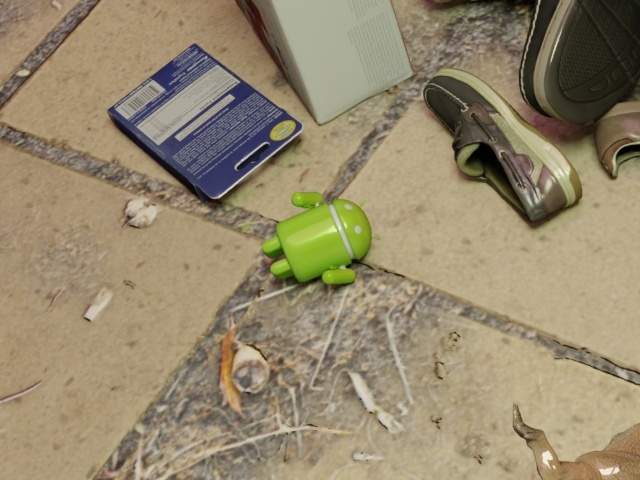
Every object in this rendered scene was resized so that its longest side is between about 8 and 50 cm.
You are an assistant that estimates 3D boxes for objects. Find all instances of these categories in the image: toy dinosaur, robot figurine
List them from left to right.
[{"bbox_3d":[0.000,0.000,1.455,0.115,0.067,0.101,-22,75,1],"label":"robot figurine"},{"bbox_3d":[0.261,0.230,1.142,0.200,0.127,0.295,-5,56,7],"label":"toy dinosaur"}]

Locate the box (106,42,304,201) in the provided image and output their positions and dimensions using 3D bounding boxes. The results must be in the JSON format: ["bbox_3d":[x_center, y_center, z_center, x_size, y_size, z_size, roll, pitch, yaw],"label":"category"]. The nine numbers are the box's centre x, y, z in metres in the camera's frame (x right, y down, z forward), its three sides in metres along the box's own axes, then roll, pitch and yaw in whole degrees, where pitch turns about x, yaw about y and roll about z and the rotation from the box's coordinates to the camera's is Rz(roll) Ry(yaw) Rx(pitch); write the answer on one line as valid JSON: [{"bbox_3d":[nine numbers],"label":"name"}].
[{"bbox_3d":[-0.127,-0.128,1.628,0.136,0.036,0.225,-39,49,-13],"label":"box"}]

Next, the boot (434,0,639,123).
[{"bbox_3d":[0.226,-0.286,1.535,0.284,0.138,0.377,3,64,46],"label":"boot"}]

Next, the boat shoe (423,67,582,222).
[{"bbox_3d":[0.169,-0.098,1.468,0.073,0.080,0.223,-34,53,-16],"label":"boat shoe"}]

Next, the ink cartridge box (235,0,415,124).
[{"bbox_3d":[-0.042,-0.333,1.583,0.130,0.309,0.272,-29,49,-5],"label":"ink cartridge box"}]

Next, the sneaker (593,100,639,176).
[{"bbox_3d":[0.367,-0.105,1.425,0.188,0.066,0.071,-9,68,20],"label":"sneaker"}]
